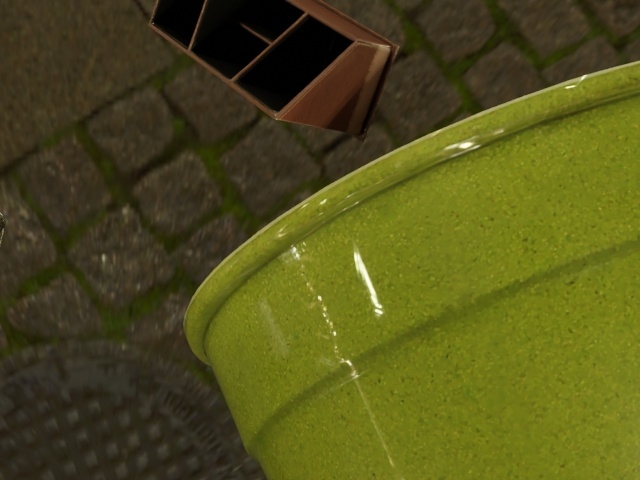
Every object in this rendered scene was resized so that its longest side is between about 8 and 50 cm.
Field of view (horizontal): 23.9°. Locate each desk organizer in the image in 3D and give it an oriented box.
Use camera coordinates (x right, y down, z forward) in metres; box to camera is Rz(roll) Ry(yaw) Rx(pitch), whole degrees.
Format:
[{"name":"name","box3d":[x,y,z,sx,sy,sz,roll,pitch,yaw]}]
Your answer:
[{"name":"desk organizer","box3d":[-0.026,-0.095,0.705,0.050,0.130,0.047,8,111,-38]}]

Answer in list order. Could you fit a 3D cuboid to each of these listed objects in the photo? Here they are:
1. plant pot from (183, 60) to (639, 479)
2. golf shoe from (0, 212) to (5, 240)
[{"name":"plant pot","box3d":[0.160,0.149,0.741,0.367,0.366,0.353,-16,73,-11]},{"name":"golf shoe","box3d":[-0.322,0.050,1.274,0.067,0.086,0.186,24,81,-38]}]
